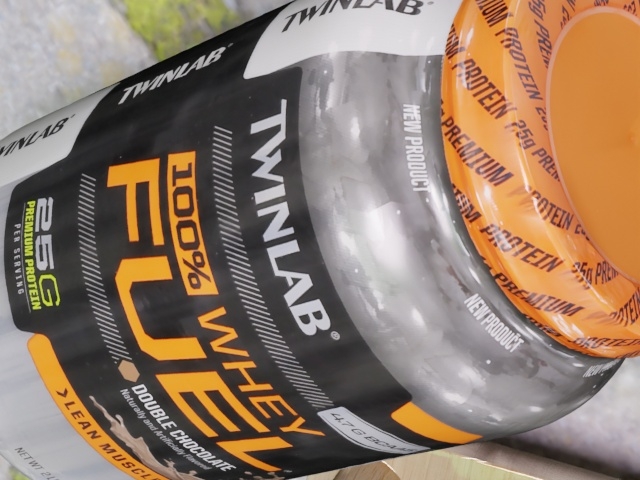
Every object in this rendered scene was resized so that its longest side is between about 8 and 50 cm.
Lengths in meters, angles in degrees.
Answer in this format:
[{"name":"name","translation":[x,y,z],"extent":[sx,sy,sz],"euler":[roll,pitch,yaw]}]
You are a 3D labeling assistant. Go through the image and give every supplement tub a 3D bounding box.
[{"name":"supplement tub","translation":[0.000,0.000,0.765],"extent":[0.338,0.207,0.207],"euler":[-19,103,40]}]

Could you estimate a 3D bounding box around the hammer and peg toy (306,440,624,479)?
[{"name":"hammer and peg toy","translation":[0.103,0.276,0.915],"extent":[0.266,0.127,0.361],"euler":[14,116,15]}]
